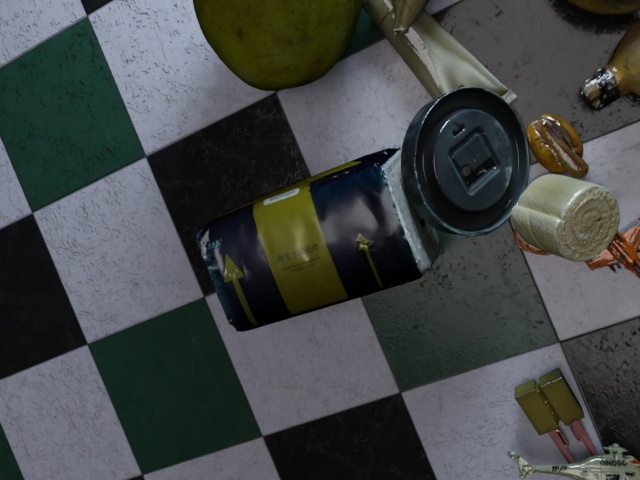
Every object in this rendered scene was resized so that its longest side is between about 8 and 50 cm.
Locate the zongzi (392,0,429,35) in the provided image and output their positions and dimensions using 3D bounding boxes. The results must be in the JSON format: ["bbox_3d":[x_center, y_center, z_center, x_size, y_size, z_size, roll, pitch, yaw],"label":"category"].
[{"bbox_3d":[0.071,-0.701,1.347,0.500,0.218,0.467,33,98,8],"label":"zongzi"}]

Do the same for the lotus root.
[{"bbox_3d":[0.603,-0.324,1.274,0.310,0.183,0.182,-26,90,20],"label":"lotus root"}]

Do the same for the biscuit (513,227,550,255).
[{"bbox_3d":[0.432,-0.012,1.459,0.091,0.015,0.078,14,102,15],"label":"biscuit"}]

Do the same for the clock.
[{"bbox_3d":[0.273,-0.147,1.378,0.055,0.281,0.280,3,102,61],"label":"clock"}]

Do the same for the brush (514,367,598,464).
[{"bbox_3d":[0.495,0.379,1.483,0.103,0.047,0.233,-30,99,19],"label":"brush"}]

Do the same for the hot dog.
[{"bbox_3d":[0.455,-0.176,1.405,0.090,0.060,0.140,-30,91,23],"label":"hot dog"}]

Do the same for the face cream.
[{"bbox_3d":[0.223,-0.364,1.447,0.137,0.084,0.341,-41,90,6],"label":"face cream"}]

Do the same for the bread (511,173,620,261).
[{"bbox_3d":[0.455,-0.043,1.364,0.148,0.141,0.134,-42,114,-6],"label":"bread"}]

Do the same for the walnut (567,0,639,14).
[{"bbox_3d":[0.506,-0.523,1.254,0.283,0.227,0.283,-2,85,17],"label":"walnut"}]

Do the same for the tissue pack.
[{"bbox_3d":[0.000,0.000,1.468,0.417,0.264,0.253,-20,96,20],"label":"tissue pack"}]

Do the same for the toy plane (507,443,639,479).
[{"bbox_3d":[0.517,0.453,1.442,0.286,0.092,0.108,0,89,6],"label":"toy plane"}]

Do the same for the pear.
[{"bbox_3d":[-0.076,-0.473,1.370,0.352,0.352,0.413,45,142,7],"label":"pear"}]

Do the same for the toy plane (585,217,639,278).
[{"bbox_3d":[0.587,0.033,1.400,0.135,0.062,0.188,-42,98,18],"label":"toy plane"}]
